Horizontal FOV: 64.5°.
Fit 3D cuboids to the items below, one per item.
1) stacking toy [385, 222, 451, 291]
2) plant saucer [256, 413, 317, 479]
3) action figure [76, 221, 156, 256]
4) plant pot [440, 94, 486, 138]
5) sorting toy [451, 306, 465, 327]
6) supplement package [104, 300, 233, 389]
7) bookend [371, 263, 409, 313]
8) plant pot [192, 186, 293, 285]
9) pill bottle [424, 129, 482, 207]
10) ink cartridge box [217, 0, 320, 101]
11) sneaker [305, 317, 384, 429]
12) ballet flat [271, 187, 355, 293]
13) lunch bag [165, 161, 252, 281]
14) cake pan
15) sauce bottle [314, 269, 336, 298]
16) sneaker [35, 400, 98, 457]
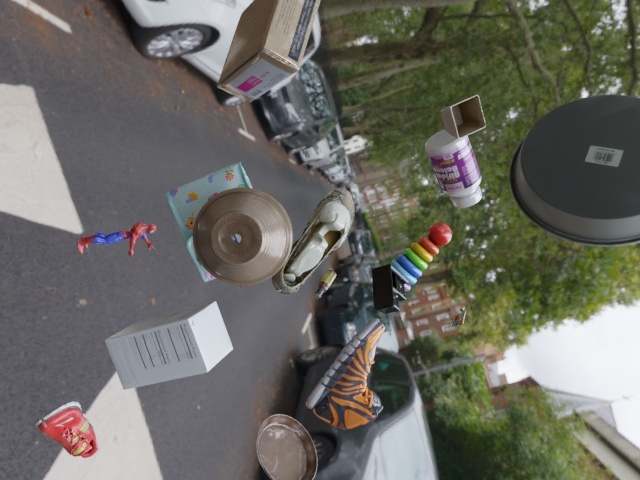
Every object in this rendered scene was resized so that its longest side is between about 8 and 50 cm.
[{"bbox_3d":[0.370,0.065,1.937,0.141,0.330,0.141,40,12,-10],"label":"stacking toy"},{"bbox_3d":[-0.080,0.476,1.138,0.169,0.029,0.168,32,33,-24],"label":"plant saucer"},{"bbox_3d":[-0.737,0.016,1.891,0.091,0.281,0.138,-109,-178,-66],"label":"action figure"},{"bbox_3d":[0.455,-0.402,1.654,0.109,0.109,0.096,69,-13,-19],"label":"plant pot"},{"bbox_3d":[0.520,0.286,1.907,0.012,0.062,0.083,37,51,-13],"label":"sorting toy"},{"bbox_3d":[-0.363,0.253,1.226,0.139,0.244,0.133,-35,108,-69],"label":"supplement package"},{"bbox_3d":[0.244,0.185,1.729,0.156,0.073,0.157,40,41,-46],"label":"bookend"},{"bbox_3d":[-0.185,-0.006,1.172,0.110,0.238,0.237,-81,154,-86],"label":"plant pot"},{"bbox_3d":[0.545,-0.285,2.037,0.301,0.170,0.169,60,11,-27],"label":"pill bottle"},{"bbox_3d":[-0.108,-0.413,1.042,0.235,0.088,0.193,-3,-111,57],"label":"ink cartridge box"},{"bbox_3d":[0.118,0.380,1.405,0.180,0.321,0.124,36,7,7],"label":"sneaker"},{"bbox_3d":[0.000,0.000,1.874,0.164,0.482,0.182,39,-14,-10],"label":"ballet flat"},{"bbox_3d":[-0.255,-0.042,1.351,0.160,0.224,0.262,82,-15,-77],"label":"lunch bag"},{"bbox_3d":[0.470,-0.129,0.847,0.054,0.294,0.292,54,20,-55],"label":"cake pan"},{"bbox_3d":[0.015,0.165,1.920,0.128,0.042,0.042,-51,136,-38],"label":"sauce bottle"},{"bbox_3d":[-0.681,0.535,1.405,0.118,0.107,0.279,47,-21,25],"label":"sneaker"}]
